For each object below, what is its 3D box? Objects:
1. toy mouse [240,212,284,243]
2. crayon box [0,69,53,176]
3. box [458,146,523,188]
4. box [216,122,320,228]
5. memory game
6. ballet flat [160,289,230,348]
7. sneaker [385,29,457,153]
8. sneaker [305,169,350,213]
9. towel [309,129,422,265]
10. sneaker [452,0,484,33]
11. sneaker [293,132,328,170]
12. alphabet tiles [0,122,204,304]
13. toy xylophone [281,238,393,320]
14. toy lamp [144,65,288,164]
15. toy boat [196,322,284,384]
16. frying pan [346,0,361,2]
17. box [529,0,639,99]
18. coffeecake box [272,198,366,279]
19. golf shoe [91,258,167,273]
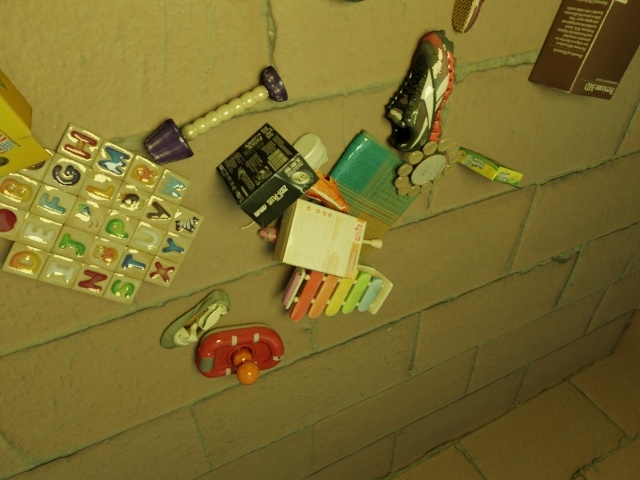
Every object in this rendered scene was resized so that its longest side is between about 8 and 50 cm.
[{"bbox_3d":[-0.114,-0.042,0.991,0.143,0.031,0.161,-13,116,-17],"label":"toy mouse"},{"bbox_3d":[-0.549,-0.208,0.561,0.202,0.081,0.319,-23,143,-8],"label":"crayon box"},{"bbox_3d":[0.444,-0.191,1.122,0.105,0.179,0.043,7,119,-34],"label":"box"},{"bbox_3d":[-0.109,-0.132,0.843,0.147,0.180,0.077,-42,131,2],"label":"box"},{"bbox_3d":[0.265,-0.177,1.051,0.186,0.012,0.186,-19,147,-13],"label":"memory game"},{"bbox_3d":[-0.308,0.208,1.047,0.213,0.068,0.072,-42,132,3],"label":"ballet flat"},{"bbox_3d":[0.218,-0.318,0.955,0.135,0.098,0.276,-14,129,-24],"label":"sneaker"},{"bbox_3d":[0.026,-0.106,0.965,0.175,0.064,0.067,35,67,-58],"label":"sneaker"},{"bbox_3d":[0.085,-0.071,1.099,0.271,0.040,0.370,26,109,-39],"label":"towel"},{"bbox_3d":[0.343,-0.533,0.894,0.083,0.069,0.186,-4,125,-22],"label":"sneaker"},{"bbox_3d":[-0.065,-0.133,0.946,0.212,0.080,0.094,-42,144,1],"label":"sneaker"},{"bbox_3d":[-0.407,-0.035,0.798,0.342,0.011,0.285,26,94,-35],"label":"alphabet tiles"},{"bbox_3d":[0.050,0.100,1.127,0.322,0.081,0.236,2,122,-30],"label":"toy xylophone"},{"bbox_3d":[-0.193,-0.228,0.795,0.274,0.080,0.080,-32,132,-6],"label":"toy lamp"},{"bbox_3d":[-0.203,0.316,1.129,0.231,0.151,0.151,-3,123,-29],"label":"toy boat"},{"bbox_3d":[0.017,-0.500,0.687,0.326,0.053,0.197,-22,134,-39],"label":"frying pan"},{"bbox_3d":[0.697,-0.556,1.038,0.191,0.143,0.382,-5,126,-28],"label":"box"},{"bbox_3d":[0.000,0.000,0.978,0.185,0.068,0.142,16,83,-27],"label":"coffeecake box"},{"bbox_3d":[-0.403,0.019,0.874,0.176,0.069,0.086,-8,105,-29],"label":"golf shoe"}]
